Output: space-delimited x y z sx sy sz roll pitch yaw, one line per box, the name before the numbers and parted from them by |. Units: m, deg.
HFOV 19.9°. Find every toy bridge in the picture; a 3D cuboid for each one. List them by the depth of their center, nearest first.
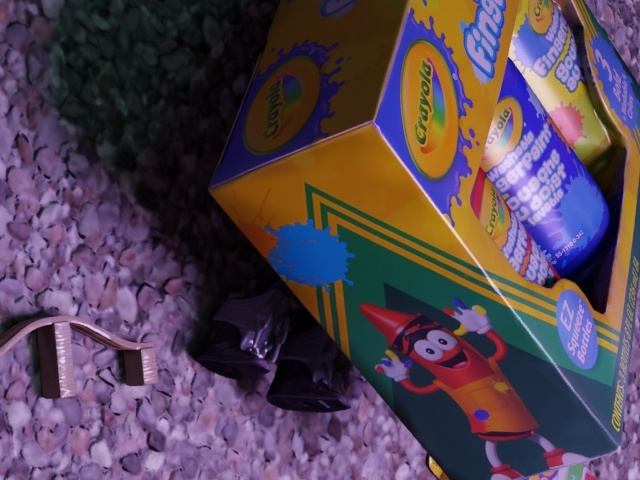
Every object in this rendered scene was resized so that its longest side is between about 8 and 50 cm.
toy bridge | -0.201 0.089 1.390 0.188 0.026 0.063 -6 89 -45

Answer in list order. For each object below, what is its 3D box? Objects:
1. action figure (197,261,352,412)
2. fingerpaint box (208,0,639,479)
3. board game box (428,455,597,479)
action figure | 0.000 0.000 1.548 0.185 0.099 0.285 33 61 -32
fingerpaint box | 0.122 -0.082 1.533 0.371 0.163 0.445 51 35 -28
board game box | 0.205 0.244 1.772 0.259 0.039 0.124 47 56 -28
